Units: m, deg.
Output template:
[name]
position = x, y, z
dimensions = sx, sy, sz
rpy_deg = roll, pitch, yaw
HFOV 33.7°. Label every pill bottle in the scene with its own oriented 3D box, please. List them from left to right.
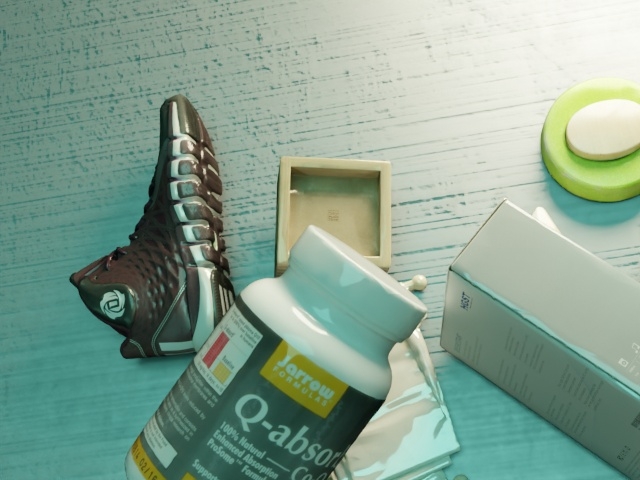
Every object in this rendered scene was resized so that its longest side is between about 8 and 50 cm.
[pill bottle]
position = -0.037, 0.135, 0.948
dimensions = 0.162, 0.162, 0.278
rpy_deg = 37, 95, 20

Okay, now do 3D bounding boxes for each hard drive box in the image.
[hard drive box]
position = 0.225, 0.094, 0.928
dimensions = 0.232, 0.181, 0.089
rpy_deg = 35, 70, 18

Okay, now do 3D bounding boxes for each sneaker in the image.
[sneaker]
position = -0.185, -0.010, 1.087
dimensions = 0.162, 0.106, 0.281
rpy_deg = -12, 70, 9

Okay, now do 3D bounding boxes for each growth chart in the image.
[growth chart]
position = 0.046, 0.162, 1.027
dimensions = 0.172, 0.021, 0.237
rpy_deg = -14, 69, 5

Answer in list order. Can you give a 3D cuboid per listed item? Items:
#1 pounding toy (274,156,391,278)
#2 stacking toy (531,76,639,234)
[pounding toy]
position = 0.000, 0.000, 1.063
dimensions = 0.130, 0.100, 0.141
rpy_deg = 2, 73, -4
[stacking toy]
position = 0.327, -0.044, 0.990
dimensions = 0.279, 0.130, 0.309
rpy_deg = 19, 75, 15
